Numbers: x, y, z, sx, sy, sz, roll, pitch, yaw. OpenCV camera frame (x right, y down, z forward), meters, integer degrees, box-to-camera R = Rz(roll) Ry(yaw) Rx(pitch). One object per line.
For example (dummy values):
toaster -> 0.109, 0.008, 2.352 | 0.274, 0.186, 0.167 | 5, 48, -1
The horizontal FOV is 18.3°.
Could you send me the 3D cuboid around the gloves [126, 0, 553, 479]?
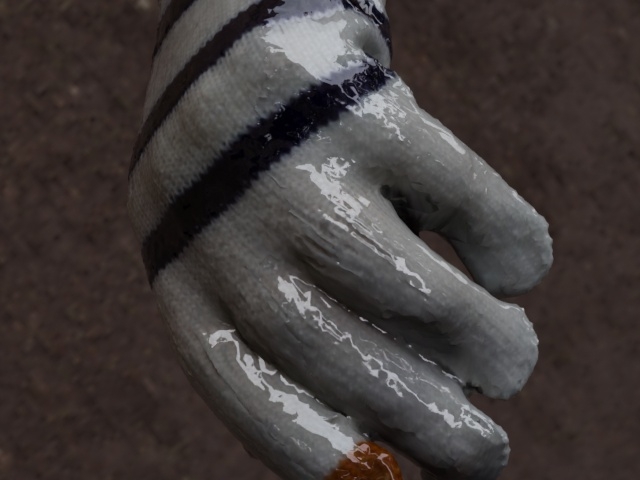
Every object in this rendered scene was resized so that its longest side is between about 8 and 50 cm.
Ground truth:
gloves -> -0.006, -0.007, 0.708 | 0.131, 0.140, 0.219 | 33, 44, -45
